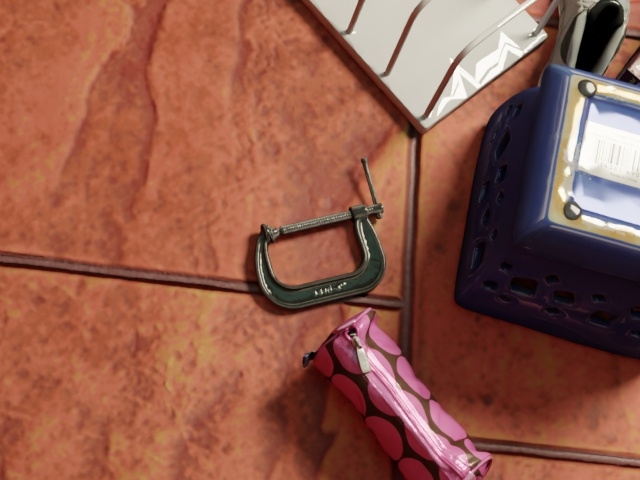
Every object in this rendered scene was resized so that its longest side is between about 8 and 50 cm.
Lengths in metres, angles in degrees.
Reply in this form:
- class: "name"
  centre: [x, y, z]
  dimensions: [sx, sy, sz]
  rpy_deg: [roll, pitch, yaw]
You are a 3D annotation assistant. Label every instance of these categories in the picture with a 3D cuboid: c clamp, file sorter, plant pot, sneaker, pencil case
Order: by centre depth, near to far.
- class: "pencil case"
  centre: [0.080, 0.167, 1.471]
  dimensions: [0.095, 0.098, 0.209]
  rpy_deg: [-38, 80, -20]
- class: "plant pot"
  centre: [0.285, -0.037, 1.522]
  dimensions: [0.236, 0.212, 0.236]
  rpy_deg: [15, 69, -4]
- class: "c clamp"
  centre: [0.000, 0.000, 1.564]
  dimensions: [0.160, 0.022, 0.137]
  rpy_deg: [-19, 79, -17]
- class: "file sorter"
  centre: [0.106, -0.301, 1.612]
  dimensions: [0.193, 0.173, 0.278]
  rpy_deg: [-37, 79, -21]
- class: "sneaker"
  centre: [0.309, -0.251, 1.648]
  dimensions: [0.086, 0.132, 0.229]
  rpy_deg: [17, 68, -3]

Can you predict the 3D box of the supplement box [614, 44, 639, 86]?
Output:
- class: "supplement box"
  centre: [0.401, -0.221, 1.654]
  dimensions: [0.073, 0.130, 0.239]
  rpy_deg: [37, 67, 4]
